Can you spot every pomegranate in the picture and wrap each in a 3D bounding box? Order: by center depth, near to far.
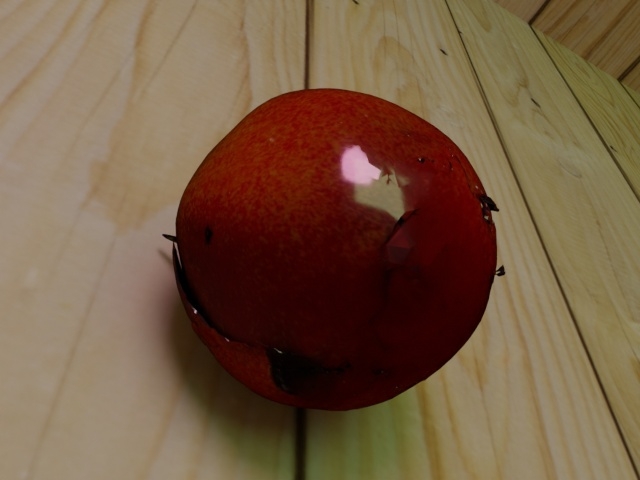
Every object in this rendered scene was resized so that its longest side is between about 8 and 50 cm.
[{"bbox_3d":[0.000,0.000,0.415,0.210,0.210,0.235,-8,22,-45],"label":"pomegranate"}]
